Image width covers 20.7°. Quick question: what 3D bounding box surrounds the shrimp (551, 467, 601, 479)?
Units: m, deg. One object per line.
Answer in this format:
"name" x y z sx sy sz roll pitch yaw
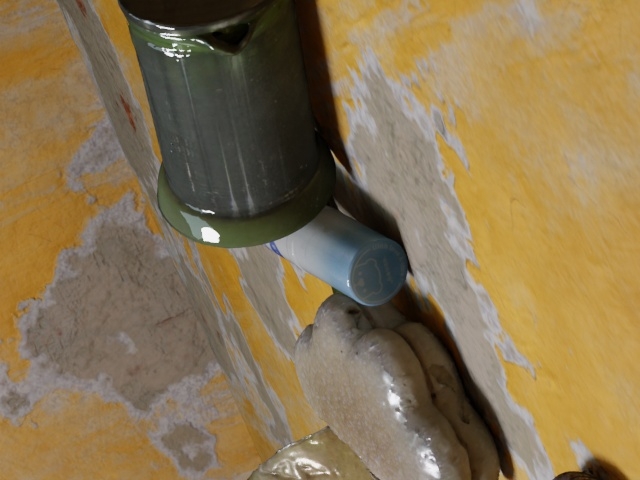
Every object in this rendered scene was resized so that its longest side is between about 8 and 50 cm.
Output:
"shrimp" 0.225 0.233 1.536 0.065 0.056 0.165 59 171 1

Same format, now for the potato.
"potato" 0.039 0.384 2.332 0.264 0.189 0.211 63 168 11

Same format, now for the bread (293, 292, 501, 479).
"bread" 0.073 0.152 1.891 0.337 0.102 0.183 38 140 52

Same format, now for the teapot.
"teapot" -0.106 -0.195 1.830 0.337 0.200 0.270 81 174 -47

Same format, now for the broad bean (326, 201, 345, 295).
"broad bean" 0.017 0.014 2.046 0.298 0.043 0.060 66 159 1

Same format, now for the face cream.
"face cream" 0.000 0.000 1.920 0.250 0.077 0.077 28 142 57
